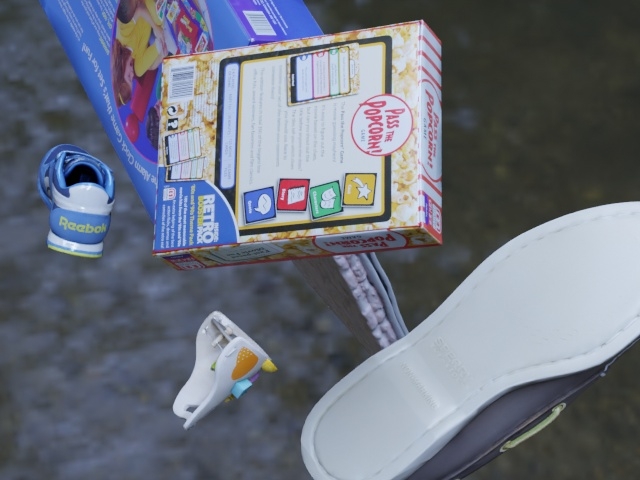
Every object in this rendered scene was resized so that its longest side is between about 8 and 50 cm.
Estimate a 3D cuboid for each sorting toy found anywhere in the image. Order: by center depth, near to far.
[{"bbox_3d":[-0.073,0.096,1.261,0.075,0.045,0.083,-49,17,-1],"label":"sorting toy"}]

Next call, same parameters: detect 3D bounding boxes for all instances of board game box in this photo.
[{"bbox_3d":[-0.016,-0.062,1.232,0.194,0.045,0.146,-5,72,21],"label":"board game box"},{"bbox_3d":[-0.140,-0.208,1.654,0.078,0.233,0.347,-3,48,-34],"label":"board game box"}]

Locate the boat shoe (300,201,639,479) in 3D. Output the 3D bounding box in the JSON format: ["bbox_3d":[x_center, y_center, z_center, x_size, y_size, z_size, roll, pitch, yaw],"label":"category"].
[{"bbox_3d":[0.138,0.089,1.344,0.324,0.097,0.116,-36,60,5],"label":"boat shoe"}]

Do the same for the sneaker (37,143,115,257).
[{"bbox_3d":[-0.176,-0.042,1.341,0.053,0.059,0.144,6,26,-17],"label":"sneaker"}]

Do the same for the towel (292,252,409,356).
[{"bbox_3d":[0.000,0.000,2.260,0.053,0.332,0.317,-35,49,-8],"label":"towel"}]
